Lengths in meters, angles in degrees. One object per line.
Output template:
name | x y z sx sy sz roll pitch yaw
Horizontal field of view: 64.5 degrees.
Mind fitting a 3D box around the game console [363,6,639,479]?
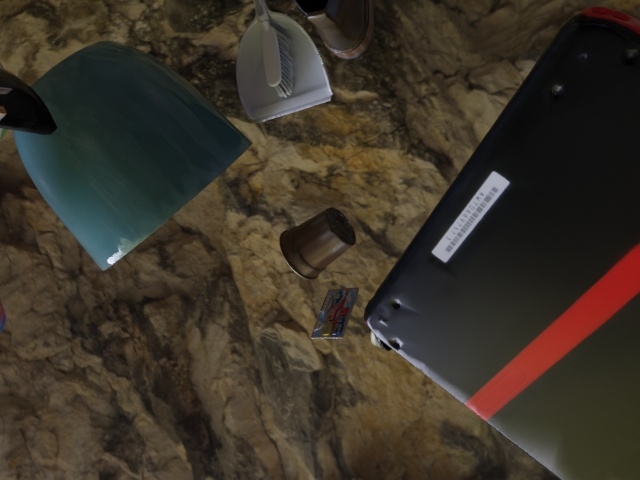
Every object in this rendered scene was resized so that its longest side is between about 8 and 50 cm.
game console | 0.255 0.054 0.453 0.060 0.342 0.386 -37 -20 -51

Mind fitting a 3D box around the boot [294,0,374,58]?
boot | 0.004 -0.310 0.522 0.106 0.082 0.219 -16 -86 -68

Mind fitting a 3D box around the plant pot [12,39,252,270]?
plant pot | -0.289 -0.139 0.743 0.235 0.293 0.293 49 -113 -15

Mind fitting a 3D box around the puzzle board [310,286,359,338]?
puzzle board | 0.031 0.164 1.150 0.011 0.096 0.128 44 -126 -32

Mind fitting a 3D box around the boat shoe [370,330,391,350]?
boat shoe | 0.137 0.189 1.115 0.056 0.049 0.152 -43 -38 -21

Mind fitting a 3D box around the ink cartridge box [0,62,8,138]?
ink cartridge box | -0.536 -0.198 0.743 0.093 0.212 0.154 35 -105 -16

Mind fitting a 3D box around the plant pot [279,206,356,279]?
plant pot | 0.000 0.000 1.429 0.167 0.165 0.166 40 -150 -28

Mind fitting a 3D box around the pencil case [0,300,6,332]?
pencil case | -0.445 0.038 0.602 0.105 0.104 0.236 -18 -40 -36

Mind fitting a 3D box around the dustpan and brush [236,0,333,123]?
dustpan and brush | -0.072 -0.291 0.726 0.060 0.147 0.211 -6 -93 -62

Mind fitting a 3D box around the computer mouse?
computer mouse | -0.312 -0.130 0.427 0.262 0.184 0.060 -9 -68 -67
